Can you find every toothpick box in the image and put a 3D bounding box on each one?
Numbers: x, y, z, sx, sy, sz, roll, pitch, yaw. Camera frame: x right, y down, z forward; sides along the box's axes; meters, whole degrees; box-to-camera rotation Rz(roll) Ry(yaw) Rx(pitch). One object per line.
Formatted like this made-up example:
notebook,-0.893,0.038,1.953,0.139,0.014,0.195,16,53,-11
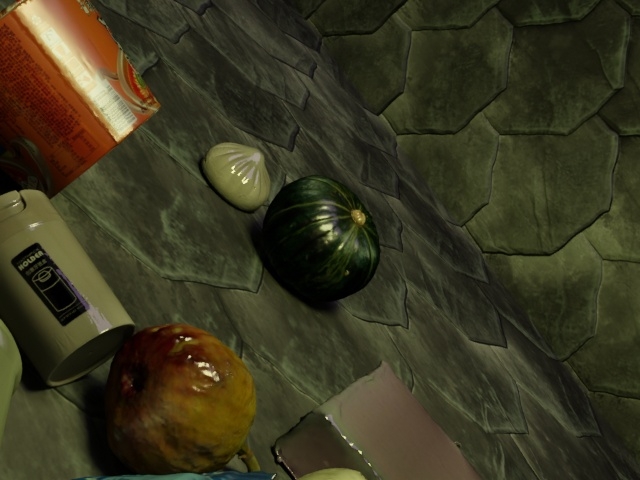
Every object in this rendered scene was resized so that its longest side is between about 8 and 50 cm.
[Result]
toothpick box,-0.284,0.047,0.982,0.181,0.111,0.111,52,19,13

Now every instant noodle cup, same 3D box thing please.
instant noodle cup,-0.331,-0.177,1.167,0.192,0.250,0.250,51,17,-13

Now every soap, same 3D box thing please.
soap,0.107,0.322,1.268,0.296,0.107,0.285,50,18,12

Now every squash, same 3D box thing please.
squash,0.003,-0.002,1.606,0.218,0.172,0.218,47,18,-21

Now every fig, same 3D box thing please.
fig,-0.125,0.199,1.016,0.257,0.159,0.159,57,5,-47

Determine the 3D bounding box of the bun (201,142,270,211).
bun,-0.136,-0.124,1.686,0.138,0.094,0.138,44,17,-18

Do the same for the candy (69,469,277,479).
candy,-0.180,0.236,0.759,0.331,0.187,0.077,-3,88,-70

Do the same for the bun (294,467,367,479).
bun,-0.001,0.354,0.872,0.287,0.146,0.287,-13,90,-70

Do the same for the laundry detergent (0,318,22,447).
laundry detergent,-0.333,0.111,0.777,0.181,0.091,0.253,35,21,-16
